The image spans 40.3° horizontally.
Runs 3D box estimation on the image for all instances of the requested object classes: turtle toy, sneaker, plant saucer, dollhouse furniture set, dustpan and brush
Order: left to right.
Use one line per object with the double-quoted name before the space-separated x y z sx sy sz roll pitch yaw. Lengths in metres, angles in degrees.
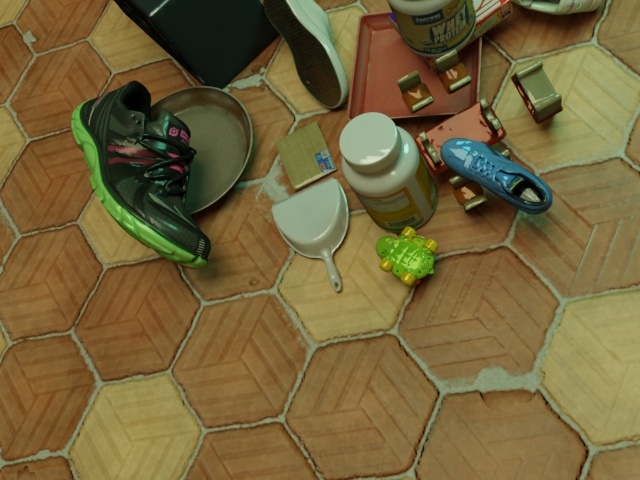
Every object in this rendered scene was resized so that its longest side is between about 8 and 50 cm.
"sneaker" -0.335 -0.146 1.705 0.202 0.185 0.482 -37 61 6
"plant saucer" -0.278 -0.180 1.830 0.311 0.050 0.310 -9 64 18
"dustpan and brush" 0.000 0.000 1.646 0.147 0.060 0.211 -24 54 11
"sneaker" 0.001 -0.408 1.802 0.106 0.123 0.290 -38 75 44
"turtle toy" 0.151 0.028 1.562 0.130 0.066 0.095 32 81 30
"plant saucer" 0.193 -0.345 1.729 0.259 0.047 0.258 -1 66 19
"dollhouse furniture set" 0.299 -0.213 1.571 0.259 0.135 0.262 -28 83 8
"sneaker" 0.295 -0.114 1.458 0.209 0.082 0.069 32 95 11
"sneaker" 0.389 -0.523 1.669 0.152 0.114 0.305 -27 51 -36

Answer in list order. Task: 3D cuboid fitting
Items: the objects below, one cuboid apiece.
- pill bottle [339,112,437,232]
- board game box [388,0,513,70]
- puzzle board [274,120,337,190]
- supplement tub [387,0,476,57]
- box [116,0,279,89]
"pill bottle" 0.117 -0.121 1.539 0.136 0.245 0.136 -8 64 17
"board game box" 0.252 -0.441 1.696 0.193 0.045 0.146 -36 60 2
"puzzle board" -0.030 -0.170 1.754 0.096 0.011 0.128 -26 61 7
"supplement tub" 0.196 -0.440 1.574 0.144 0.199 0.144 -8 66 18
"box" -0.325 -0.555 1.878 0.212 0.293 0.395 -45 59 -3
